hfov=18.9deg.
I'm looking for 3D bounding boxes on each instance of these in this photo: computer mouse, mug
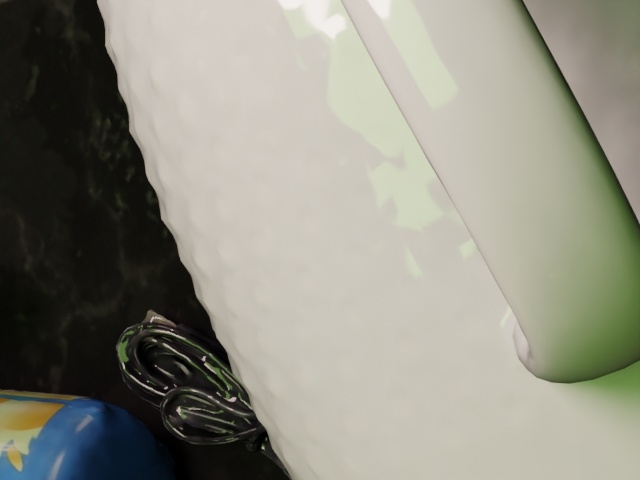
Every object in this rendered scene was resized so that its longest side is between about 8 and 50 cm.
[{"bbox_3d":[0.000,0.000,0.993,0.188,0.072,0.272,30,123,25],"label":"computer mouse"},{"bbox_3d":[0.055,-0.064,0.711,0.276,0.374,0.328,-26,96,7],"label":"mug"}]

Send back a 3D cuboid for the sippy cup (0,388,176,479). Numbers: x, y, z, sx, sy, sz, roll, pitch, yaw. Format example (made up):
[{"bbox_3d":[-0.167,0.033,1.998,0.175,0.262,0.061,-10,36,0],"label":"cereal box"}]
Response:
[{"bbox_3d":[-0.202,0.176,1.059,0.224,0.240,0.305,-7,130,23],"label":"sippy cup"}]
